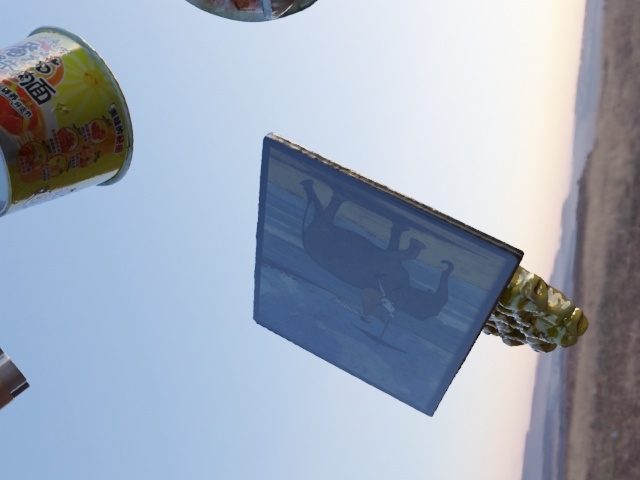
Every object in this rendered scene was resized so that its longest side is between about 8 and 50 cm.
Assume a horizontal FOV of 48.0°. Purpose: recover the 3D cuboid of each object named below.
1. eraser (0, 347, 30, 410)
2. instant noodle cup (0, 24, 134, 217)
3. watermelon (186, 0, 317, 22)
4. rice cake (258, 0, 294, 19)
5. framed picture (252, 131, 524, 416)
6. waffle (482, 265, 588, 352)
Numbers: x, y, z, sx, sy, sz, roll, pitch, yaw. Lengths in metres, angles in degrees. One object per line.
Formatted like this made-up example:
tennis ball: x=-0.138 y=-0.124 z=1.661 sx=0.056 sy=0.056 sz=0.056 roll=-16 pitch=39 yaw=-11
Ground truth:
eraser: x=-0.726 y=0.307 z=1.364 sx=0.290 sy=0.171 sz=0.087 roll=-41 pitch=4 yaw=-27
instant noodle cup: x=-0.435 y=-0.164 z=1.054 sx=0.200 sy=0.264 sz=0.264 roll=-37 pitch=-48 yaw=-46
watermelon: x=-0.096 y=-0.483 z=1.207 sx=0.180 sy=0.305 sz=0.224 roll=35 pitch=-160 yaw=-57
rice cake: x=-0.076 y=-0.418 z=1.035 sx=0.052 sy=0.057 sz=0.256 roll=60 pitch=173 yaw=19
framed picture: x=0.044 y=0.057 z=0.776 sx=0.016 sy=0.265 sz=0.347 roll=-55 pitch=-13 yaw=-34
waffle: x=0.166 y=0.045 z=0.801 sx=0.056 sy=0.253 sz=0.249 roll=-59 pitch=1 yaw=-9
